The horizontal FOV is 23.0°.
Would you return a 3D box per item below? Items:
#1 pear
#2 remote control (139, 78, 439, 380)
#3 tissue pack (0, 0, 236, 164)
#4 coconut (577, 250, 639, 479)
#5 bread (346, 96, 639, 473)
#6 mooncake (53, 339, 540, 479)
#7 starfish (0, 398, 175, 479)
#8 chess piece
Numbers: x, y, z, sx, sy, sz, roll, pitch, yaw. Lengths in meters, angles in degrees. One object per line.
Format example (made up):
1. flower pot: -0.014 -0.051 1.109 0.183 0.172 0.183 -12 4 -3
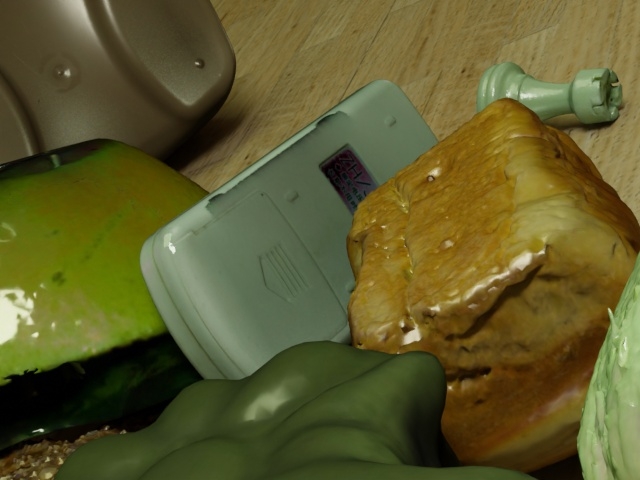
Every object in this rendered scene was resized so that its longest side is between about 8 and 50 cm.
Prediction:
1. pear: -0.221 0.031 1.129 0.399 0.165 0.399 -16 7 2
2. remote control: 0.000 0.000 1.061 0.056 0.140 0.296 -31 6 42
3. tissue pack: -0.303 -0.152 1.660 0.387 0.267 0.277 -33 4 -24
4. coconut: 0.256 0.020 0.541 0.328 0.281 0.328 -49 -11 -13
5. bread: 0.106 0.022 0.910 0.167 0.132 0.294 -26 18 8
6. mooncake: -0.034 0.194 0.664 0.351 0.187 0.351 -26 24 12
7. starfish: -0.149 0.148 0.972 0.302 0.060 0.299 -2 24 18
8. chess piece: 0.180 -0.110 1.227 0.103 0.067 0.067 -3 33 36
